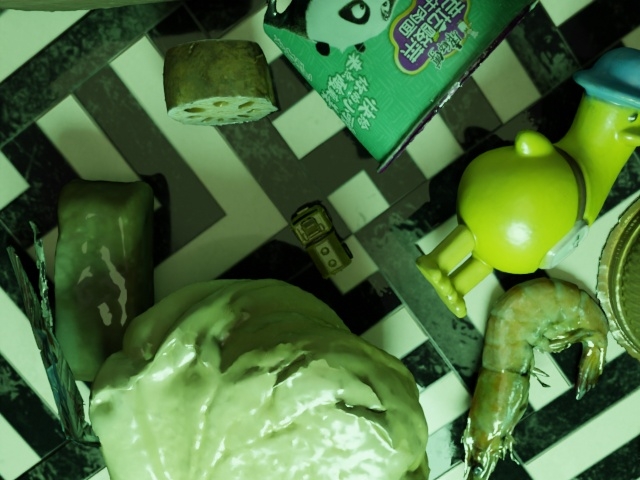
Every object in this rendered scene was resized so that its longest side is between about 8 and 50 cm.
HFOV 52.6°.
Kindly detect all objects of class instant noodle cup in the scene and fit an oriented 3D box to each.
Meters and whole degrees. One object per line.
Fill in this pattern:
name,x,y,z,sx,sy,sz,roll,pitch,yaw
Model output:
instant noodle cup,0.074,-0.221,0.642,0.190,0.251,0.251,43,97,0
instant noodle cup,0.480,0.051,0.773,0.273,0.091,0.274,0,101,-1

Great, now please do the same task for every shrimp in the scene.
shrimp,0.269,0.192,0.815,0.169,0.058,0.296,13,97,-7

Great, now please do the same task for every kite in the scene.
kite,-0.288,0.105,0.683,0.011,0.335,0.314,-16,133,-31

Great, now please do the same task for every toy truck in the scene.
toy truck,0.000,0.000,0.767,0.049,0.054,0.083,-31,99,5

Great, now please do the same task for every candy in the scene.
candy,-0.248,0.047,0.746,0.104,0.102,0.234,2,103,-2

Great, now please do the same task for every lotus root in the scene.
lotus root,-0.110,-0.171,0.701,0.122,0.112,0.081,-4,95,0

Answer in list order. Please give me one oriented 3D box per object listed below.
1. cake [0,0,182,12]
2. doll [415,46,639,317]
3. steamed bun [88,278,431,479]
cake,-0.234,-0.350,0.605,0.308,0.230,0.237,-4,103,-1
doll,0.260,-0.067,0.734,0.363,0.145,0.199,-43,139,-3
steamed bun,-0.055,0.209,0.716,0.372,0.230,0.325,18,101,-3
